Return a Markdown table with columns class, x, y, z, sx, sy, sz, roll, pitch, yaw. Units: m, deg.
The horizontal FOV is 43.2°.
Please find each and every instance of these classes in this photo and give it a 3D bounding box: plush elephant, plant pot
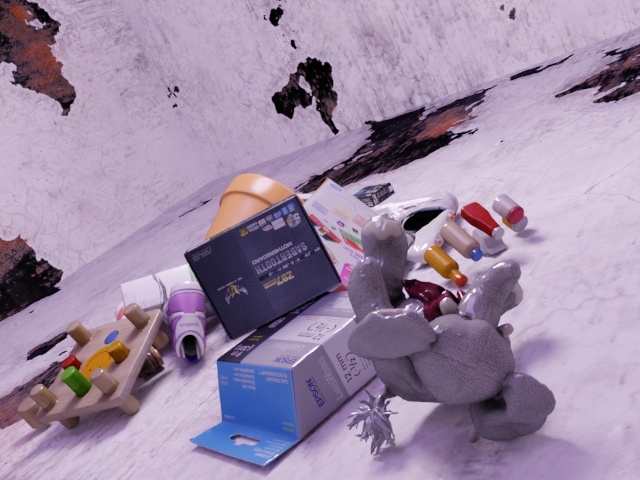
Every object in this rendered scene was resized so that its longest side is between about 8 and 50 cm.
| class | x | y | z | sx | sy | sz | roll | pitch | yaw |
| --- | --- | --- | --- | --- | --- | --- | --- | --- | --- |
| plush elephant | 0.168 | 0.122 | 1.050 | 0.330 | 0.272 | 0.255 | -64 | 16 | -21 |
| plant pot | -0.163 | 0.004 | 2.040 | 0.291 | 0.291 | 0.203 | -8 | 38 | 50 |

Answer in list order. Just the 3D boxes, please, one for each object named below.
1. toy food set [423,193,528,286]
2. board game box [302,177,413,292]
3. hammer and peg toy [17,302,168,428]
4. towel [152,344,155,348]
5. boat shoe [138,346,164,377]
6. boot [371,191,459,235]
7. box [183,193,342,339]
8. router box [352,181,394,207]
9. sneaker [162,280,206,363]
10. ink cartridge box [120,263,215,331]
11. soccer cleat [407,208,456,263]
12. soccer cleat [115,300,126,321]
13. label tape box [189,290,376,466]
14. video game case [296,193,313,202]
| class | x | y | z | sx | sy | sz | roll | pitch | yaw |
| --- | --- | --- | --- | --- | --- | --- | --- | --- | --- |
| toy food set | 0.323 | -0.005 | 1.556 | 0.232 | 0.111 | 0.104 | -20 | 42 | -22 |
| board game box | 0.043 | 0.014 | 1.681 | 0.064 | 0.242 | 0.316 | -57 | -5 | 33 |
| hammer and peg toy | -0.520 | 0.279 | 1.783 | 0.361 | 0.127 | 0.265 | -17 | 35 | 29 |
| towel | -0.453 | 0.264 | 2.057 | 0.120 | 0.029 | 0.067 | -17 | 16 | 34 |
| boat shoe | -0.434 | 0.270 | 1.909 | 0.073 | 0.073 | 0.207 | -37 | 18 | -18 |
| boot | 0.196 | -0.049 | 1.917 | 0.258 | 0.095 | 0.123 | -20 | 9 | 20 |
| box | -0.104 | 0.048 | 1.474 | 0.233 | 0.183 | 0.059 | -27 | 9 | 0 |
| router box | 0.147 | -0.132 | 2.417 | 0.092 | 0.038 | 0.122 | -36 | 17 | -33 |
| sneaker | -0.309 | 0.214 | 1.846 | 0.102 | 0.161 | 0.282 | -4 | -21 | -9 |
| ink cartridge box | -0.362 | 0.144 | 1.983 | 0.220 | 0.092 | 0.160 | -16 | -28 | -7 |
| soccer cleat | 0.244 | -0.013 | 1.760 | 0.076 | 0.068 | 0.196 | 3 | 30 | 27 |
| soccer cleat | -0.376 | 0.169 | 2.129 | 0.318 | 0.108 | 0.116 | -20 | 32 | -16 |
| label tape box | -0.051 | 0.216 | 1.368 | 0.348 | 0.115 | 0.249 | -33 | 15 | -32 |
| video game case | -0.035 | -0.047 | 2.074 | 0.201 | 0.183 | 0.023 | 2 | 47 | 40 |
